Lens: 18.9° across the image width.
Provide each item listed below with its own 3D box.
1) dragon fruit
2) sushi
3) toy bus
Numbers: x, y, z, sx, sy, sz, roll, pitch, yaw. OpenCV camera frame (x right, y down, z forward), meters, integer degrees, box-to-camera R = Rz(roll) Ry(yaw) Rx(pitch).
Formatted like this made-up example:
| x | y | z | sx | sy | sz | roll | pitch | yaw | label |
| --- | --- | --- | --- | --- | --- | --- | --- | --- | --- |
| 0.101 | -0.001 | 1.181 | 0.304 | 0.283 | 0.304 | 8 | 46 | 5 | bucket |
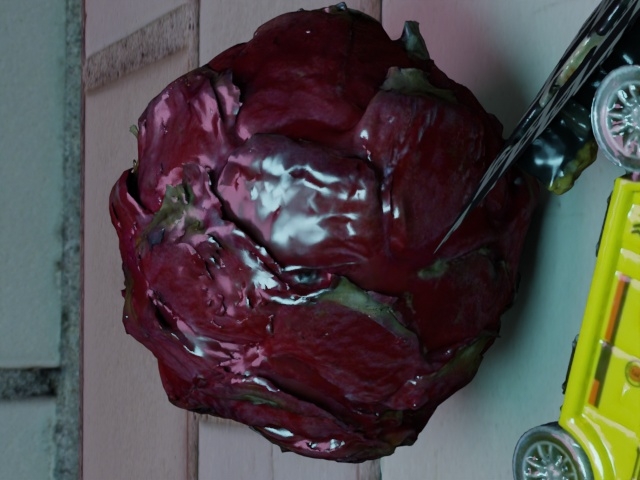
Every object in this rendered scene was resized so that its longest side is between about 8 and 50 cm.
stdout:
| x | y | z | sx | sy | sz | roll | pitch | yaw | label |
| --- | --- | --- | --- | --- | --- | --- | --- | --- | --- |
| -0.001 | 0.001 | 1.402 | 0.329 | 0.329 | 0.329 | -179 | 90 | -68 | dragon fruit |
| 0.194 | -0.121 | 1.168 | 0.264 | 0.050 | 0.290 | -55 | 0 | -33 | sushi |
| 0.224 | 0.044 | 1.065 | 0.152 | 0.144 | 0.330 | 31 | 121 | 41 | toy bus |
